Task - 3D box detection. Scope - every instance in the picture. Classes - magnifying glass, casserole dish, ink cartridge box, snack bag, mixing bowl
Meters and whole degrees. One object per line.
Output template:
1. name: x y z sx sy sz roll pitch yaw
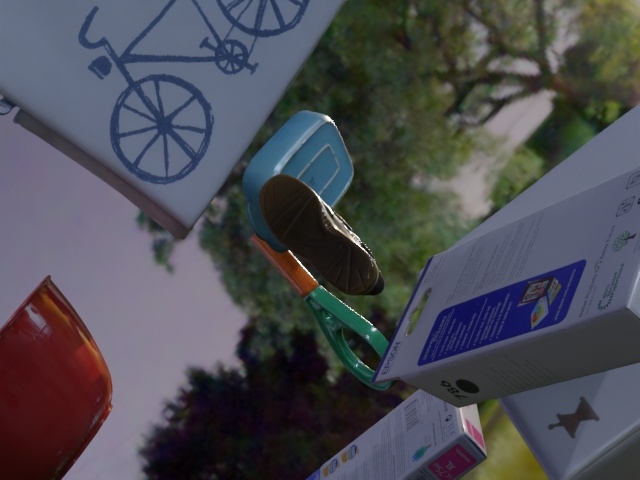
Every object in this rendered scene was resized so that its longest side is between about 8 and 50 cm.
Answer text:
1. magnifying glass: 0.005 0.077 1.256 0.026 0.231 0.092 -39 -3 -27
2. casserole dish: -0.018 -0.068 1.227 0.037 0.114 0.188 -5 32 37
3. ink cartridge box: 0.184 0.048 0.961 0.332 0.065 0.165 -25 31 55
4. snack bag: -0.160 -0.223 0.925 0.323 0.342 0.037 -58 17 -10
5. mixing bowl: -0.216 0.126 0.806 0.181 0.098 0.181 -50 7 9
6. ink cartridge box: 0.091 0.326 1.566 0.311 0.065 0.186 -39 17 16

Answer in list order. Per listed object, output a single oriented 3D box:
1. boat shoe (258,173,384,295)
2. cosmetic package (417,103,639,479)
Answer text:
1. boat shoe: 0.000 0.000 1.009 0.056 0.152 0.049 -42 -30 3
2. cosmetic package: 0.377 0.139 1.206 0.327 0.329 0.394 -37 -49 7
